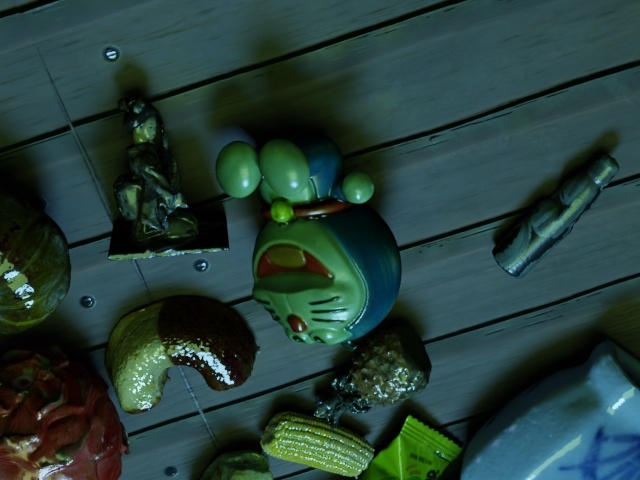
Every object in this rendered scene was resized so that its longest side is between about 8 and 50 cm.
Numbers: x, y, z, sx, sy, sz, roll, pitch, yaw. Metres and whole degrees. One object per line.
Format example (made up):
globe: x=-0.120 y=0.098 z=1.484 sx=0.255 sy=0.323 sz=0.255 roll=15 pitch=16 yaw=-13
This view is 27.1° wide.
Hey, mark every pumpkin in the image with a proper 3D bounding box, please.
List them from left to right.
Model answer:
pumpkin: x=-0.416 y=0.015 z=1.693 sx=0.219 sy=0.162 sz=0.219 roll=12 pitch=136 yaw=12

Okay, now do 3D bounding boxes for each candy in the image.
candy: x=0.106 y=0.382 z=2.030 sx=0.149 sy=0.069 sz=0.246 roll=28 pitch=105 yaw=-44

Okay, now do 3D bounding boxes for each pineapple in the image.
pineapple: x=0.066 y=0.202 z=1.913 sx=0.197 sy=0.108 sz=0.108 roll=-34 pitch=121 yaw=29

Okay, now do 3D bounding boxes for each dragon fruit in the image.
dragon fruit: x=-0.384 y=0.269 z=1.815 sx=0.241 sy=0.241 sz=0.252 roll=-36 pitch=136 yaw=14

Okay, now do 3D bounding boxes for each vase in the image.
vase: x=0.326 y=-0.037 z=1.813 sx=0.060 sy=0.060 sz=0.211 roll=34 pitch=113 yaw=-25

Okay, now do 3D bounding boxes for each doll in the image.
doll: x=-0.001 y=0.000 z=1.721 sx=0.198 sy=0.186 sz=0.322 roll=6 pitch=118 yaw=39

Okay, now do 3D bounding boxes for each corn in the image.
corn: x=-0.004 y=0.305 z=1.979 sx=0.165 sy=0.063 sz=0.085 roll=23 pitch=107 yaw=-22

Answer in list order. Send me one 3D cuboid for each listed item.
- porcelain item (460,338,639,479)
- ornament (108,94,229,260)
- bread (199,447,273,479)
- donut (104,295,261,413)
porcelain item: x=0.343 y=0.341 z=1.983 sx=0.242 sy=0.178 sz=0.405 roll=35 pitch=108 yaw=-24
ornament: x=-0.200 y=-0.089 z=1.677 sx=0.153 sy=0.166 sz=0.196 roll=-6 pitch=107 yaw=-5
bread: x=-0.127 y=0.361 z=1.984 sx=0.103 sy=0.156 sz=0.110 roll=17 pitch=86 yaw=-25
donut: x=-0.206 y=0.162 z=1.851 sx=0.217 sy=0.085 sz=0.141 roll=-19 pitch=123 yaw=6
